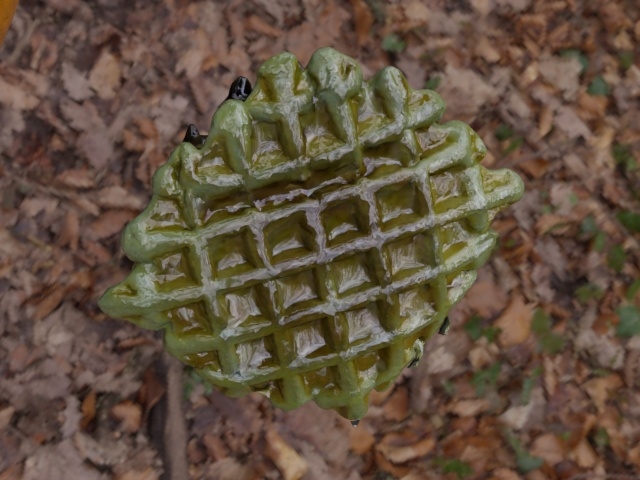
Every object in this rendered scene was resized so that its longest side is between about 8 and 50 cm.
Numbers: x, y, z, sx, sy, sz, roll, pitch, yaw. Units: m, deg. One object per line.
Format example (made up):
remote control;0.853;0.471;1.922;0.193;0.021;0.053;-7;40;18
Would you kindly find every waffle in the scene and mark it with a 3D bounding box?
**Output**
waffle;0.000;0.000;0.674;0.208;0.214;0.054;29;7;-18

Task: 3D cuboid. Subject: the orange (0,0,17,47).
orange;-0.433;-0.276;1.028;0.326;0.424;0.424;7;58;-29
